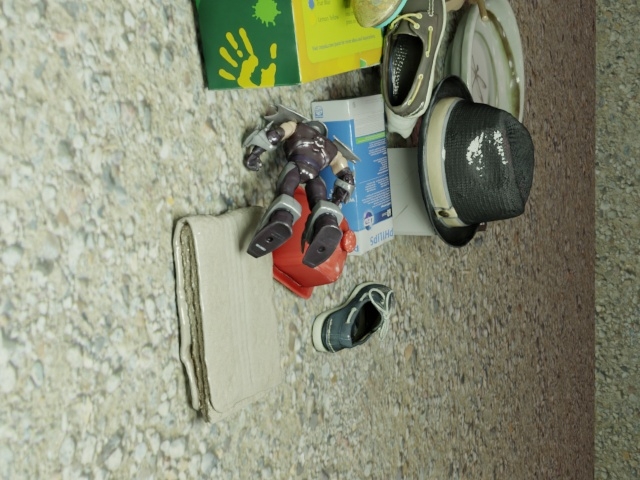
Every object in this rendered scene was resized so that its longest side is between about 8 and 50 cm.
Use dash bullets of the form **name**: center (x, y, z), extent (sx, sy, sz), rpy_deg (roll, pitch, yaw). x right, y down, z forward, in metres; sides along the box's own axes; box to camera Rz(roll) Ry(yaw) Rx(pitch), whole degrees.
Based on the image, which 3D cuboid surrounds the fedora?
- **fedora**: center (0.302, -0.143, 1.567), extent (0.334, 0.152, 0.334), rpy_deg (-9, 101, -60)

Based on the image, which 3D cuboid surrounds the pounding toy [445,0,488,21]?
- **pounding toy**: center (0.274, -0.526, 1.687), extent (0.269, 0.155, 0.154), rpy_deg (-30, 140, -48)

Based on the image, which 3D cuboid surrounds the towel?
- **towel**: center (-0.124, 0.096, 1.189), extent (0.187, 0.049, 0.282), rpy_deg (-16, 104, -60)

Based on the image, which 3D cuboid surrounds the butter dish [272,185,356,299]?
- **butter dish**: center (0.000, 0.000, 1.327), extent (0.160, 0.118, 0.160), rpy_deg (42, 56, -53)

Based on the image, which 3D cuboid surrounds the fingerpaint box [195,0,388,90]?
- **fingerpaint box**: center (-0.008, -0.434, 1.250), extent (0.445, 0.163, 0.371), rpy_deg (-32, 119, -56)

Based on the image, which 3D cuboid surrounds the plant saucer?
- **plant saucer**: center (0.368, -0.371, 1.971), extent (0.400, 0.100, 0.401), rpy_deg (-2, 92, -60)

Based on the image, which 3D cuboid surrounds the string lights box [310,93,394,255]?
- **string lights box**: center (0.059, -0.115, 1.465), extent (0.133, 0.076, 0.260), rpy_deg (-23, 111, -57)

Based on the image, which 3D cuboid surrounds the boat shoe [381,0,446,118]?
- **boat shoe**: center (0.135, -0.298, 1.266), extent (0.068, 0.081, 0.228), rpy_deg (-4, 99, -65)

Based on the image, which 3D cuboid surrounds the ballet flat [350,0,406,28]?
- **ballet flat**: center (0.090, -0.436, 1.161), extent (0.123, 0.123, 0.349), rpy_deg (56, 45, -45)

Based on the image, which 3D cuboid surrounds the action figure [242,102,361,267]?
- **action figure**: center (-0.028, -0.089, 1.227), extent (0.185, 0.099, 0.285), rpy_deg (23, 40, -14)

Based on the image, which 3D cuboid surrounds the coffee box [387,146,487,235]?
- **coffee box**: center (0.237, -0.097, 1.734), extent (0.297, 0.118, 0.168), rpy_deg (-3, 94, -60)

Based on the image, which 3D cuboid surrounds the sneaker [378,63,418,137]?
- **sneaker**: center (0.139, -0.272, 1.562), extent (0.262, 0.099, 0.121), rpy_deg (-81, -175, -63)

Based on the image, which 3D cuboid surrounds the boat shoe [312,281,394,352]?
- **boat shoe**: center (0.078, 0.132, 1.507), extent (0.254, 0.079, 0.095), rpy_deg (-17, 106, -59)
